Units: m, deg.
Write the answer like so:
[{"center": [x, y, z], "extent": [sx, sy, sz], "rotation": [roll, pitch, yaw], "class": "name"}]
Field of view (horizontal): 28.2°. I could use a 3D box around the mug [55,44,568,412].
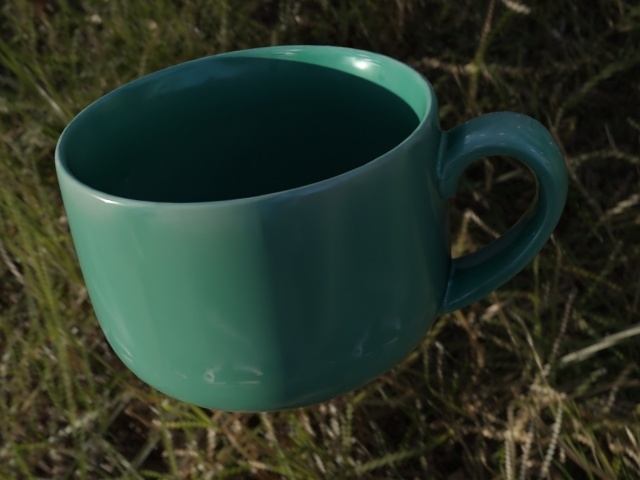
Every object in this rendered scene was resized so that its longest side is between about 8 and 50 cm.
[{"center": [-0.009, 0.003, 0.442], "extent": [0.158, 0.097, 0.129], "rotation": [18, 38, 39], "class": "mug"}]
